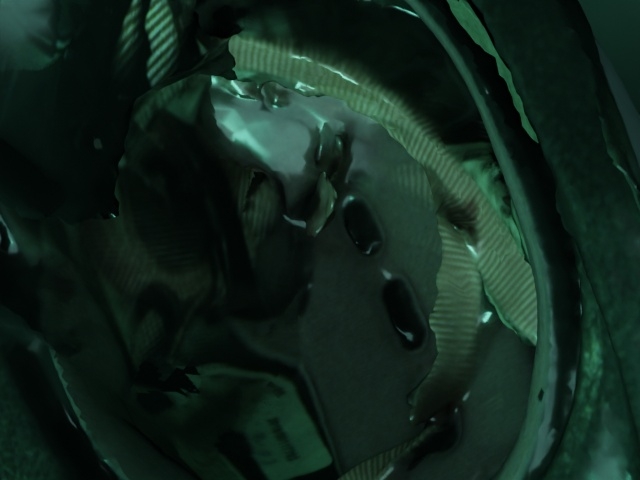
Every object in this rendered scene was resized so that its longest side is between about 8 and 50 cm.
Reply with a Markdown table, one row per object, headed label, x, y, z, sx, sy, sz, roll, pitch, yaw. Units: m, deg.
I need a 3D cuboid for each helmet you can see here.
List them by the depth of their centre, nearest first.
| label | x | y | z | sx | sy | sz | roll | pitch | yaw |
| --- | --- | --- | --- | --- | --- | --- | --- | --- | --- |
| helmet | 0.000 | 0.000 | 0.542 | 0.198 | 0.154 | 0.253 | -37 | 87 | 17 |
